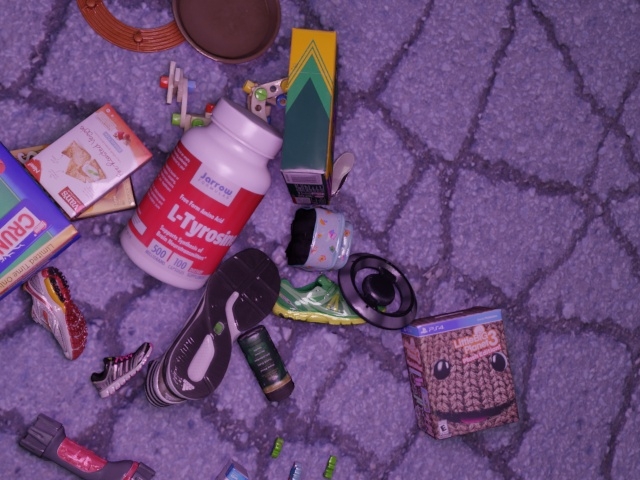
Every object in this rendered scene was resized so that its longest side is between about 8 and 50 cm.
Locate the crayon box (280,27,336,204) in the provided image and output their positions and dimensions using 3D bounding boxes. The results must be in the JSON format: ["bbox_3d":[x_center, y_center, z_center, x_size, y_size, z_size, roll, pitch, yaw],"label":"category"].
[{"bbox_3d":[-0.019,-0.269,1.594,0.106,0.363,0.312,3,82,2],"label":"crayon box"}]

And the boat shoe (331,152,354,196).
[{"bbox_3d":[0.050,-0.170,1.782,0.046,0.038,0.125,24,82,10],"label":"boat shoe"}]

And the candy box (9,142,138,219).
[{"bbox_3d":[-0.611,-0.135,1.621,0.317,0.087,0.182,-13,90,-12],"label":"candy box"}]

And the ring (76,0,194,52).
[{"bbox_3d":[-0.440,-0.636,1.708,0.337,0.032,0.336,1,87,-12],"label":"ring"}]

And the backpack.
[{"bbox_3d":[0.000,0.000,1.687,0.145,0.188,0.165,14,84,-10],"label":"backpack"}]

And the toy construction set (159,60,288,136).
[{"bbox_3d":[-0.238,-0.322,1.674,0.328,0.151,0.214,10,110,-3],"label":"toy construction set"}]

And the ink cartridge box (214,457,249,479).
[{"bbox_3d":[-0.233,0.603,1.663,0.052,0.088,0.122,38,81,-8],"label":"ink cartridge box"}]

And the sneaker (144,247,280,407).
[{"bbox_3d":[-0.282,0.206,1.637,0.169,0.258,0.447,46,45,-15],"label":"sneaker"}]

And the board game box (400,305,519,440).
[{"bbox_3d":[0.356,0.334,1.768,0.232,0.141,0.290,-10,90,-12],"label":"board game box"}]

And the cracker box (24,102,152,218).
[{"bbox_3d":[-0.523,-0.178,1.556,0.232,0.067,0.155,-42,98,-14],"label":"cracker box"}]

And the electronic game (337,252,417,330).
[{"bbox_3d":[0.145,0.125,1.725,0.229,0.048,0.229,20,43,-20],"label":"electronic game"}]

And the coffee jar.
[{"bbox_3d":[-0.133,0.306,1.694,0.079,0.096,0.184,-28,92,-8],"label":"coffee jar"}]

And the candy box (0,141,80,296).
[{"bbox_3d":[-0.730,-0.050,1.487,0.268,0.122,0.317,-41,97,-12],"label":"candy box"}]

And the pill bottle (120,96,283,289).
[{"bbox_3d":[-0.260,-0.108,1.563,0.229,0.229,0.407,33,102,-8],"label":"pill bottle"}]

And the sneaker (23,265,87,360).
[{"bbox_3d":[-0.623,0.178,1.617,0.093,0.088,0.225,-21,92,9],"label":"sneaker"}]

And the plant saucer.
[{"bbox_3d":[-0.236,-0.578,1.724,0.278,0.041,0.277,1,87,-20],"label":"plant saucer"}]

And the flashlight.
[{"bbox_3d":[-0.541,0.509,1.602,0.304,0.103,0.103,35,55,-7],"label":"flashlight"}]

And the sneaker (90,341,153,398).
[{"bbox_3d":[-0.479,0.297,1.640,0.170,0.063,0.075,-43,102,-5],"label":"sneaker"}]

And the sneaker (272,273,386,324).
[{"bbox_3d":[0.028,0.149,1.727,0.296,0.109,0.123,6,87,-12],"label":"sneaker"}]

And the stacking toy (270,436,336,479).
[{"bbox_3d":[-0.075,0.620,1.718,0.167,0.052,0.221,24,81,-11],"label":"stacking toy"}]
